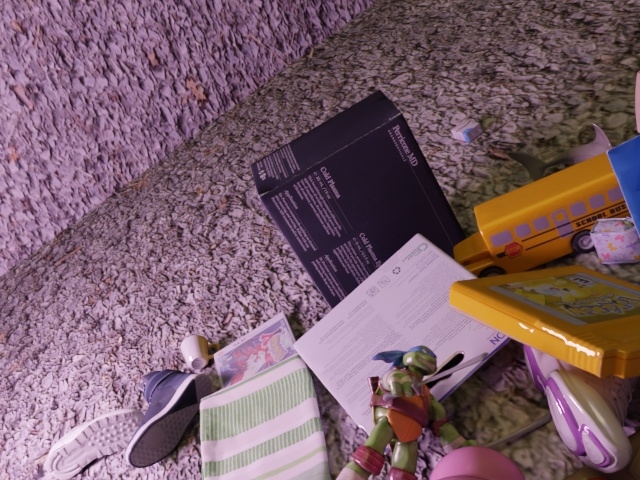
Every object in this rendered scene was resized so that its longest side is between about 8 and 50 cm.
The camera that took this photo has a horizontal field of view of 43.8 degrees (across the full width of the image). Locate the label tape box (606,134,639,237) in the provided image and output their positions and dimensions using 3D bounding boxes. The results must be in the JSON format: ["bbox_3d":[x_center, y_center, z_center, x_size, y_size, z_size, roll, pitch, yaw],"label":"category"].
[{"bbox_3d":[0.638,-0.083,1.170,0.347,0.249,0.115,-22,29,18],"label":"label tape box"}]

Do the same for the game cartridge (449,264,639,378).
[{"bbox_3d":[0.397,0.107,1.163,0.285,0.053,0.323,-6,14,-29],"label":"game cartridge"}]

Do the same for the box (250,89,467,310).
[{"bbox_3d":[0.081,-0.066,1.615,0.312,0.343,0.179,-29,27,5],"label":"box"}]

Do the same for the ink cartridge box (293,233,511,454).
[{"bbox_3d":[0.154,0.177,1.391,0.324,0.071,0.330,-41,40,-5],"label":"ink cartridge box"}]

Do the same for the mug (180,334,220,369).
[{"bbox_3d":[-0.269,0.248,1.766,0.078,0.062,0.064,-36,35,6],"label":"mug"}]

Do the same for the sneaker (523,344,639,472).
[{"bbox_3d":[0.381,0.196,1.099,0.152,0.114,0.305,-15,21,5],"label":"sneaker"}]

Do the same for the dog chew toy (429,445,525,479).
[{"bbox_3d":[0.174,0.381,0.955,0.206,0.206,0.332,-16,24,28],"label":"dog chew toy"}]

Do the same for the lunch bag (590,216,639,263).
[{"bbox_3d":[0.514,0.000,1.357,0.083,0.071,0.053,-4,35,46],"label":"lunch bag"}]

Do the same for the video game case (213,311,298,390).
[{"bbox_3d":[-0.131,0.247,1.663,0.183,0.023,0.201,-32,28,0],"label":"video game case"}]

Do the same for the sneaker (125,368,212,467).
[{"bbox_3d":[-0.340,0.356,1.627,0.163,0.086,0.226,3,43,46],"label":"sneaker"}]

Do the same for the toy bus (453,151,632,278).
[{"bbox_3d":[0.400,-0.031,1.458,0.332,0.130,0.108,-23,28,16],"label":"toy bus"}]

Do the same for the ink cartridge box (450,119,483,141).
[{"bbox_3d":[0.364,-0.278,2.009,0.048,0.028,0.083,-38,28,-13],"label":"ink cartridge box"}]

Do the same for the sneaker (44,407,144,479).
[{"bbox_3d":[-0.477,0.410,1.691,0.235,0.090,0.095,-28,18,5],"label":"sneaker"}]

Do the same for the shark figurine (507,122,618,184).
[{"bbox_3d":[0.530,-0.180,1.593,0.166,0.116,0.278,-43,31,-23],"label":"shark figurine"}]

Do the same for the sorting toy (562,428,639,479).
[{"bbox_3d":[0.444,0.298,0.971,0.307,0.041,0.229,-33,27,-2],"label":"sorting toy"}]

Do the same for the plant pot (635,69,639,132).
[{"bbox_3d":[0.515,-0.215,1.134,0.109,0.096,0.109,-36,27,-10],"label":"plant pot"}]

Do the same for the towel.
[{"bbox_3d":[-0.112,0.357,1.426,0.248,0.038,0.325,-27,32,9],"label":"towel"}]

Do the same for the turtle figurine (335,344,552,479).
[{"bbox_3d":[0.147,0.278,1.128,0.274,0.198,0.266,19,70,27],"label":"turtle figurine"}]
